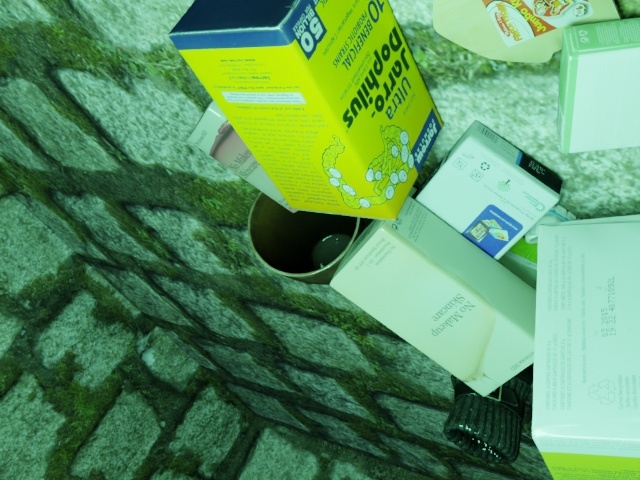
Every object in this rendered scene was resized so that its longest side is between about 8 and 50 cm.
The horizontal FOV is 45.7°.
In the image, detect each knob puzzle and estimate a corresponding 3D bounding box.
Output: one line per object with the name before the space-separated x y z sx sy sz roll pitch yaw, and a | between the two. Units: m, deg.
knob puzzle | 0.215 -0.284 0.861 0.213 0.030 0.213 12 140 10

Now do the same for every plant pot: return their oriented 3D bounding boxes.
plant pot | 0.000 0.000 1.482 0.215 0.215 0.230 18 167 23

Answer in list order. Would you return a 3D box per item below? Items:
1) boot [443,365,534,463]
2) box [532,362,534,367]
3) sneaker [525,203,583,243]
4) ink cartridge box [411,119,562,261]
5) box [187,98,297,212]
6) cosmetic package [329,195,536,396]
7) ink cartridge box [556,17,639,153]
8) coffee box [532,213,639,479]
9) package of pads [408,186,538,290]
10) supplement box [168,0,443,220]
boot | 0.295 0.293 1.623 0.347 0.260 0.131 26 155 6
box | 0.517 0.229 1.518 0.220 0.051 0.175 3 145 43
sneaker | 0.407 0.012 1.188 0.190 0.083 0.071 22 153 11
ink cartridge box | 0.210 -0.019 1.204 0.165 0.065 0.333 34 130 -4
box | -0.086 -0.175 1.296 0.232 0.127 0.148 34 155 -11
cosmetic package | 0.190 0.085 1.178 0.309 0.113 0.160 36 131 -3
ink cartridge box | 0.398 -0.179 0.873 0.235 0.056 0.171 -5 146 11
coffee box | 0.496 0.188 1.040 0.338 0.338 0.334 -6 141 27
package of pads | 0.247 0.042 1.388 0.296 0.101 0.229 26 155 7
supplement box | -0.002 -0.216 1.051 0.195 0.194 0.356 9 149 37
